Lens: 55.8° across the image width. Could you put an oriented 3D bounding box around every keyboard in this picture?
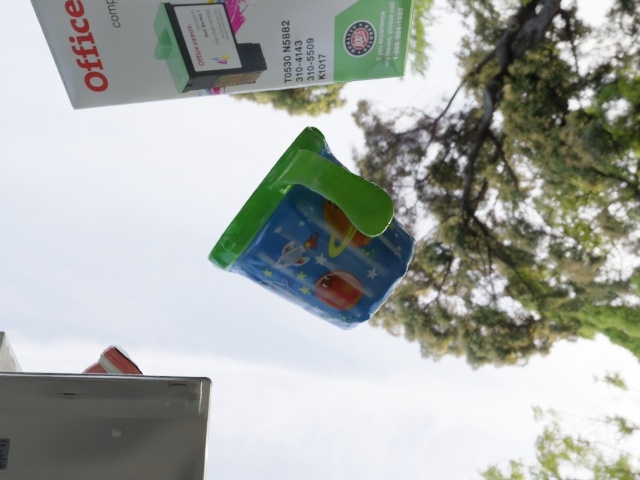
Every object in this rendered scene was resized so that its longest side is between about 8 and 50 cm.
[{"bbox_3d":[-0.193,0.112,0.346,0.256,0.014,0.072,5,-96,-15],"label":"keyboard"}]

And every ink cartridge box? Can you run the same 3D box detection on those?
[{"bbox_3d":[-0.074,-0.222,0.452,0.278,0.201,0.117,-8,-130,-6],"label":"ink cartridge box"}]

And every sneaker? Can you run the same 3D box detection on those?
[{"bbox_3d":[-0.314,0.323,1.020,0.136,0.313,0.116,-37,-154,-20],"label":"sneaker"}]

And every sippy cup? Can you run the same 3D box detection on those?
[{"bbox_3d":[0.000,0.000,0.843,0.224,0.240,0.305,38,-167,-6],"label":"sippy cup"}]

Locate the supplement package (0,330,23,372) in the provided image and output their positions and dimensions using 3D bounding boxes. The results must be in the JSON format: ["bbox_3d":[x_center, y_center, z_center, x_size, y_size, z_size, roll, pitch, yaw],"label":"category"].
[{"bbox_3d":[-0.454,0.245,0.771,0.139,0.244,0.134,-1,-136,-9],"label":"supplement package"}]
